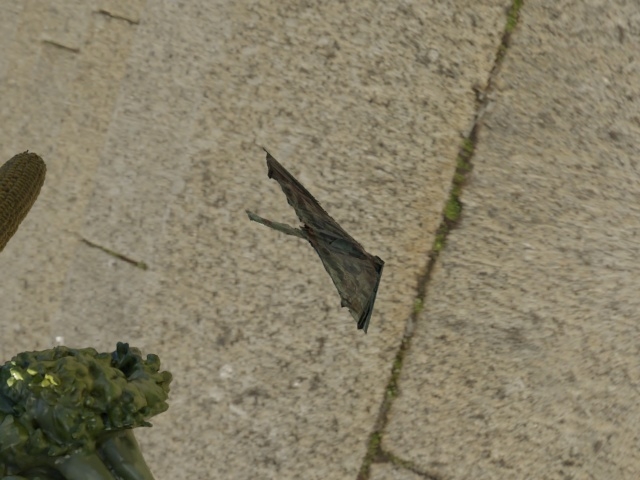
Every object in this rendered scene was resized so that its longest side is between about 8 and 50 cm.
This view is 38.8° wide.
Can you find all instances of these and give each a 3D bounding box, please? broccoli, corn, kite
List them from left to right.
[{"bbox_3d":[-0.536,-0.060,1.522,0.091,0.260,0.091,35,128,-17],"label":"corn"},{"bbox_3d":[-0.267,0.289,1.020,0.281,0.293,0.348,24,69,37],"label":"broccoli"},{"bbox_3d":[-0.001,0.000,1.493,0.014,0.368,0.406,-43,55,21],"label":"kite"}]
